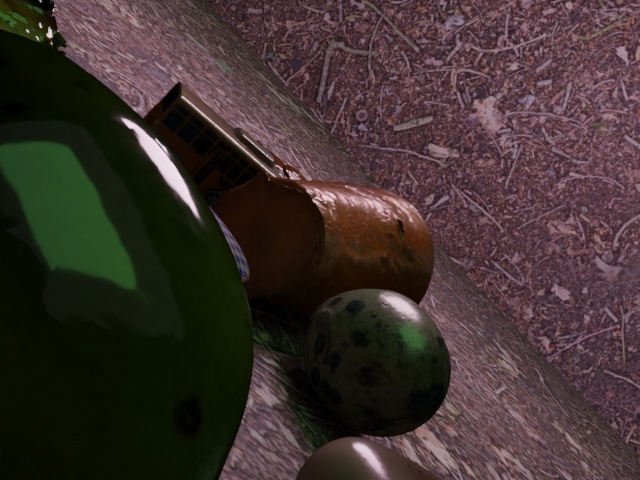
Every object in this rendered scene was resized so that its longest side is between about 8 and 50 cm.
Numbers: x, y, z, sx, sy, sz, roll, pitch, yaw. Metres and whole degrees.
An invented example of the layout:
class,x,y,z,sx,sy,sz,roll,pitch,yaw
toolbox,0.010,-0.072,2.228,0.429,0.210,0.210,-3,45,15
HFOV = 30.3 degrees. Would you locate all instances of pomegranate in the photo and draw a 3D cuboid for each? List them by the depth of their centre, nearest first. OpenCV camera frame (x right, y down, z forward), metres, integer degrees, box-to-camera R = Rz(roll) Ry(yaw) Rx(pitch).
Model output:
class,x,y,z,sx,sy,sz,roll,pitch,yaw
pomegranate,-0.140,0.029,0.556,0.310,0.216,0.358,45,8,28

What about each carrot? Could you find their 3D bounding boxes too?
class,x,y,z,sx,sy,sz,roll,pitch,yaw
carrot,0.000,0.000,1.352,0.196,0.196,0.254,48,11,25

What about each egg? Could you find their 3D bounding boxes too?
class,x,y,z,sx,sy,sz,roll,pitch,yaw
egg,0.053,0.118,1.196,0.141,0.141,0.182,36,4,-38

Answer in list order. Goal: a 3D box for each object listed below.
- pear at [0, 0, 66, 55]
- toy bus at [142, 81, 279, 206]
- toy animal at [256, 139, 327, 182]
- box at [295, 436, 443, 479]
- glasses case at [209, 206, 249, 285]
class,x,y,z,sx,sy,sz,roll,pitch,yaw
pear,-0.328,-0.175,0.858,0.255,0.164,0.238,29,27,-40
toy bus,-0.136,-0.104,1.476,0.182,0.103,0.091,41,11,-20
toy animal,-0.074,-0.075,1.705,0.179,0.089,0.188,0,48,-55
box,0.064,0.229,0.915,0.200,0.088,0.146,35,12,-40
glasses case,-0.196,-0.064,1.141,0.327,0.076,0.125,44,11,7
